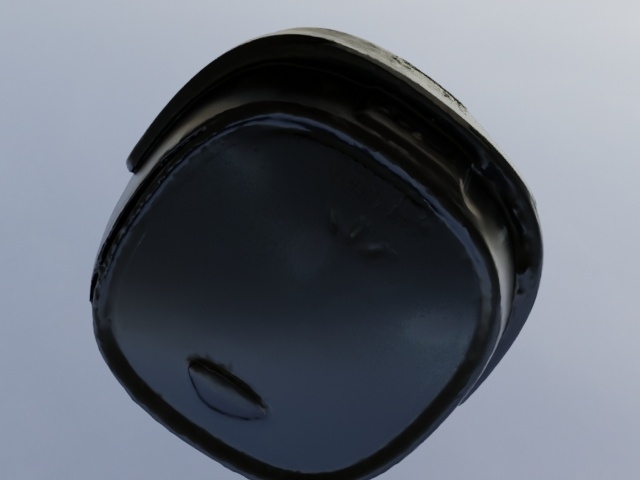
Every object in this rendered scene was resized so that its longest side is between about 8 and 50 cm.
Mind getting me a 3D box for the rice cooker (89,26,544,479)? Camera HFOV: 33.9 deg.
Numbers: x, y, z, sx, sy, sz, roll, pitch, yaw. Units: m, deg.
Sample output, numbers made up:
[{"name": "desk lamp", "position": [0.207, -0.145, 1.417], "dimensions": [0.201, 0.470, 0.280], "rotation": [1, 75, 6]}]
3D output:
[{"name": "rice cooker", "position": [0.000, 0.000, 0.650], "dimensions": [0.267, 0.267, 0.224], "rotation": [-3, -161, 10]}]
